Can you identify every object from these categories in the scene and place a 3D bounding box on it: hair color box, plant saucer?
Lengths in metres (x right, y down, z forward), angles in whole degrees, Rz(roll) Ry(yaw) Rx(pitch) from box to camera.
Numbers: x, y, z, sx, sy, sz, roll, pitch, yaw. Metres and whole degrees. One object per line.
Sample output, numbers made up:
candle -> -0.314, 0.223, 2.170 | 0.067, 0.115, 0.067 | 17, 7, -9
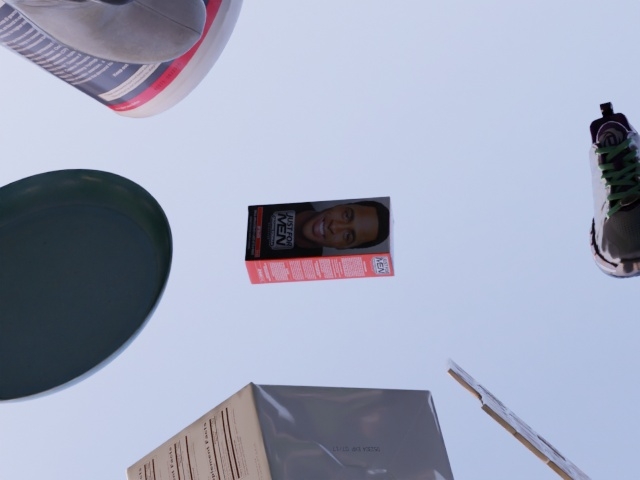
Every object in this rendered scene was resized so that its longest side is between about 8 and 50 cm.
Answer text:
hair color box -> 0.000, 0.000, 1.529 | 0.141, 0.043, 0.072 | -4, -127, 6
plant saucer -> -0.305, 0.053, 1.710 | 0.318, 0.043, 0.317 | -9, -132, 10

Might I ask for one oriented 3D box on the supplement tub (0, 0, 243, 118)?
supplement tub -> -0.218, -0.242, 1.360 | 0.191, 0.272, 0.191 | -31, -136, 35

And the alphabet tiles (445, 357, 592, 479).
alphabet tiles -> 0.200, 0.188, 1.548 | 0.009, 0.198, 0.237 | -49, 177, 2

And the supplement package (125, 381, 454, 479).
supplement package -> -0.023, 0.226, 1.326 | 0.203, 0.194, 0.149 | -37, -124, 43

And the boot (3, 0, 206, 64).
boot -> -0.157, -0.170, 1.045 | 0.161, 0.246, 0.083 | 25, -87, 56

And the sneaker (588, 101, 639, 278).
sneaker -> 0.267, -0.047, 1.419 | 0.083, 0.098, 0.223 | -21, -159, 13
